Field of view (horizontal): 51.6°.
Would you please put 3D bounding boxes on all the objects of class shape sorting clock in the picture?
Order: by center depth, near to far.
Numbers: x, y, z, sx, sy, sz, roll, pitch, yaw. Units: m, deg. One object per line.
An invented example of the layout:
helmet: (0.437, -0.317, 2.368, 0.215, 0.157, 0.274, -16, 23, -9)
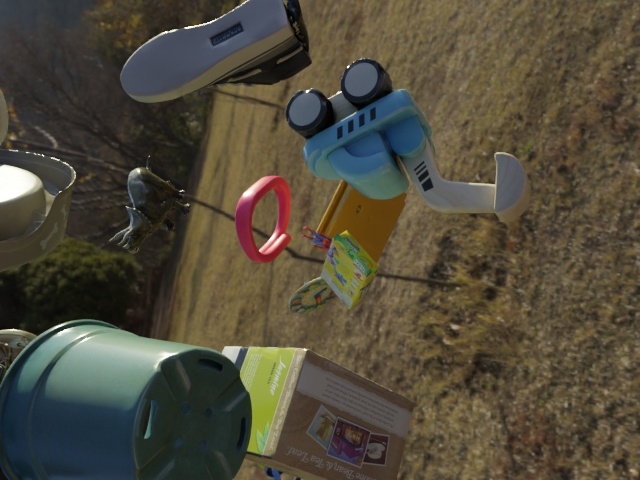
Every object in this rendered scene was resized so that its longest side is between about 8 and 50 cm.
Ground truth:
shape sorting clock: (-0.013, 0.183, 2.204, 0.040, 0.206, 0.206, 56, 138, 27)

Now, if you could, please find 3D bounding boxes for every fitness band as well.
fitness band: (-0.150, -0.060, 1.826, 0.291, 0.054, 0.209, -52, -44, -57)

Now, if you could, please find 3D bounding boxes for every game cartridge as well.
game cartridge: (0.131, -0.074, 1.990, 0.052, 0.323, 0.285, 24, 84, 33)

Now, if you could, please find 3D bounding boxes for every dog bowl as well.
dog bowl: (-0.544, -0.047, 0.983, 0.349, 0.348, 0.102, -121, 33, -63)

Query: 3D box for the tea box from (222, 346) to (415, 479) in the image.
tea box: (-0.036, 0.387, 1.420, 0.323, 0.329, 0.220, -8, 57, 50)

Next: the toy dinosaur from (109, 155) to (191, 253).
toy dinosaur: (-0.429, -0.117, 1.681, 0.121, 0.160, 0.314, -28, 56, 33)

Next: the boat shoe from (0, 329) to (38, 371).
boat shoe: (-0.796, 0.323, 1.828, 0.089, 0.285, 0.105, -85, 11, -50)

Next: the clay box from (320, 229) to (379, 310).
clay box: (0.072, 0.070, 1.641, 0.127, 0.053, 0.222, 49, 152, 17)

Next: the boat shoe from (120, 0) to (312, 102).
boat shoe: (-0.172, -0.311, 1.186, 0.158, 0.340, 0.127, 44, -151, -68)

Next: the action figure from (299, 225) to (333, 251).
action figure: (0.000, 0.000, 1.706, 0.030, 0.115, 0.038, -12, 55, 56)

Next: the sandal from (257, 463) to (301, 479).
sandal: (-0.070, 0.588, 1.898, 0.138, 0.126, 0.318, 53, 129, 46)

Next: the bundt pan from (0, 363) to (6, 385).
bundt pan: (-0.749, 0.295, 1.188, 0.124, 0.330, 0.331, 81, -172, -59)

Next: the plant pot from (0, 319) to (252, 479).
plant pot: (-0.320, 0.310, 1.150, 0.334, 0.341, 0.341, -5, 71, 38)

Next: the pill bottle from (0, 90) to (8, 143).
pill bottle: (-0.702, -0.202, 1.113, 0.301, 0.169, 0.169, -35, -29, -58)

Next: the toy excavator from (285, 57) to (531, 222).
toy excavator: (0.189, -0.179, 1.469, 0.432, 0.222, 0.445, -26, 68, 17)
